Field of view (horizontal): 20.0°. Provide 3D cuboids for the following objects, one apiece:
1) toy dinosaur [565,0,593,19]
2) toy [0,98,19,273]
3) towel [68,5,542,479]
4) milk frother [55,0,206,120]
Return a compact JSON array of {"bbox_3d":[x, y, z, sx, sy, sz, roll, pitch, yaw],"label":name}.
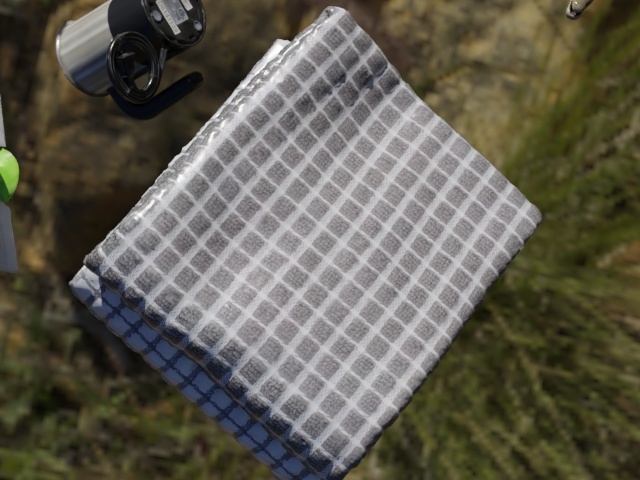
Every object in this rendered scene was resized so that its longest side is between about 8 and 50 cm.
[{"bbox_3d":[0.202,-0.170,0.912,0.092,0.183,0.053,87,162,-79],"label":"toy dinosaur"},{"bbox_3d":[-0.280,-0.061,1.121,0.056,0.237,0.137,-17,71,27],"label":"toy"},{"bbox_3d":[0.000,0.000,1.263,0.284,0.235,0.121,-51,4,-27],"label":"towel"},{"bbox_3d":[-0.198,-0.179,1.759,0.134,0.143,0.129,-25,81,38],"label":"milk frother"}]
